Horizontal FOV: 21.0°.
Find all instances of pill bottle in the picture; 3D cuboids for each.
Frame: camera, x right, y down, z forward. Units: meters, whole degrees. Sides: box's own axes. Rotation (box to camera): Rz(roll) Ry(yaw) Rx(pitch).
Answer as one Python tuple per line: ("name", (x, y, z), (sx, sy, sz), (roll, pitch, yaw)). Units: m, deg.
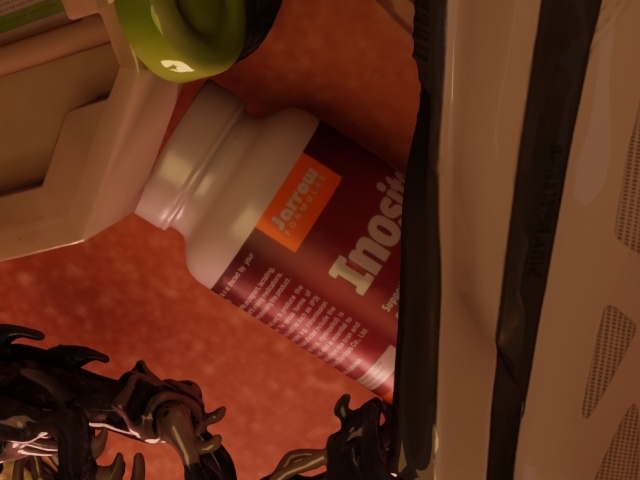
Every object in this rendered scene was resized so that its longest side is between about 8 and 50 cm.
("pill bottle", (0.000, 0.000, 0.721), (0.152, 0.086, 0.086), (32, 121, -5))

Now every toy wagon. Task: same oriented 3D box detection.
("toy wagon", (-0.178, -0.156, 0.663), (0.267, 0.068, 0.344), (-12, 103, 32))

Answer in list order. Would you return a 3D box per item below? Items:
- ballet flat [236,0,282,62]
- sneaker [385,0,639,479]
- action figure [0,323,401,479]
("ballet flat", (-0.091, -0.135, 0.704), (0.173, 0.049, 0.057), (42, 145, -4))
("sneaker", (0.157, 0.019, 0.587), (0.258, 0.169, 0.447), (3, 95, 6))
("action figure", (-0.095, 0.113, 0.767), (0.276, 0.164, 0.141), (7, 91, 2))
